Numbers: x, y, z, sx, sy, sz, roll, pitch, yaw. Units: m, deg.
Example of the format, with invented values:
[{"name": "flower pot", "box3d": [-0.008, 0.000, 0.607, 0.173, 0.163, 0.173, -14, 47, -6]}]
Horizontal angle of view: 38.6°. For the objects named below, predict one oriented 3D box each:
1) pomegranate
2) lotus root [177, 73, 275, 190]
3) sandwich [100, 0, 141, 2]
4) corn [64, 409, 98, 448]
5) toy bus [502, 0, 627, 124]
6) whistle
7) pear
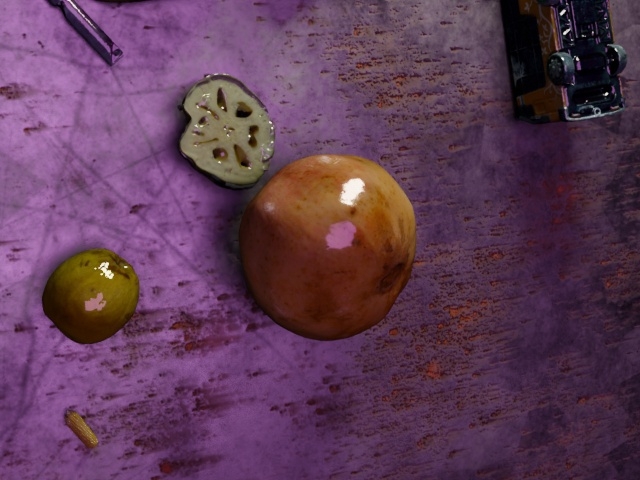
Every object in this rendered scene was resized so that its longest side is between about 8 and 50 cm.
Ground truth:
[{"name": "pomegranate", "box3d": [0.000, 0.000, 1.601, 0.338, 0.338, 0.338, -2, 96, -22]}, {"name": "lotus root", "box3d": [-0.180, -0.188, 1.622, 0.203, 0.078, 0.183, 44, 65, -27]}, {"name": "sandwich", "box3d": [-0.267, -0.468, 1.531, 0.235, 0.128, 0.122, -18, 94, -20]}, {"name": "corn", "box3d": [-0.421, 0.330, 1.601, 0.027, 0.028, 0.083, -40, 112, -20]}, {"name": "toy bus", "box3d": [0.474, -0.395, 1.802, 0.162, 0.194, 0.323, -12, 97, -21]}, {"name": "whistle", "box3d": [-0.402, -0.368, 1.534, 0.033, 0.033, 0.176, -47, 109, -11]}, {"name": "pear", "box3d": [-0.382, 0.092, 1.529, 0.149, 0.149, 0.162, 44, 82, -20]}]
